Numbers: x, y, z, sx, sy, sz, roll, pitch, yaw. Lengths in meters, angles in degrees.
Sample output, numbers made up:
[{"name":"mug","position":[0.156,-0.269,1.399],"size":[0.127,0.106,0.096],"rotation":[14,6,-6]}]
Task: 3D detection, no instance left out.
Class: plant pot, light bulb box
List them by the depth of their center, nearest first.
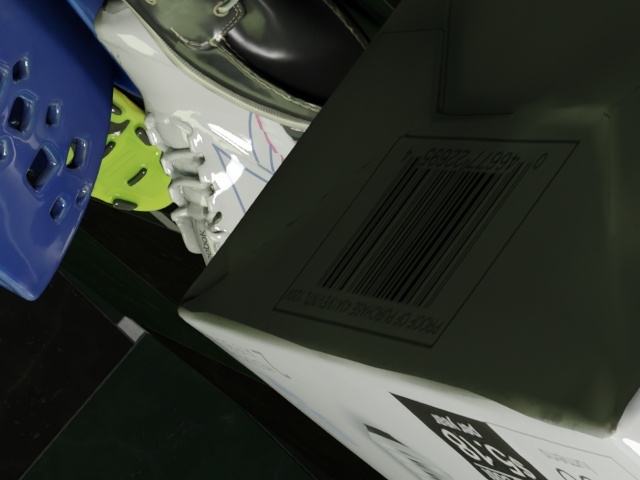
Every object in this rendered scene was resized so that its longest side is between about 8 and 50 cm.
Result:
[{"name":"light bulb box","position":[0.195,0.061,0.755],"size":[0.361,0.225,0.358],"rotation":[40,168,-20]},{"name":"plant pot","position":[-0.265,-0.129,1.380],"size":[0.236,0.212,0.236],"rotation":[30,168,29]}]

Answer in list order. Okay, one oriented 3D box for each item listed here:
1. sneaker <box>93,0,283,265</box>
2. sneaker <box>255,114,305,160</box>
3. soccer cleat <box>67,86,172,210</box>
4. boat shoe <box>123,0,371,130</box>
[{"name":"sneaker","position":[-0.049,-0.050,1.288],"size":[0.111,0.129,0.297],"rotation":[25,164,50]},{"name":"sneaker","position":[0.030,-0.063,1.202],"size":[0.077,0.072,0.178],"rotation":[-6,141,34]},{"name":"soccer cleat","position":[-0.233,-0.131,1.688],"size":[0.289,0.093,0.121],"rotation":[34,-159,-18]},{"name":"boat shoe","position":[-0.060,-0.139,1.050],"size":[0.233,0.084,0.079],"rotation":[40,169,-9]}]
